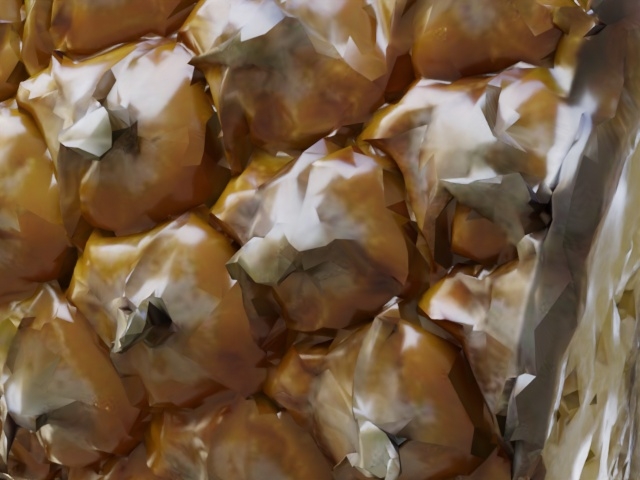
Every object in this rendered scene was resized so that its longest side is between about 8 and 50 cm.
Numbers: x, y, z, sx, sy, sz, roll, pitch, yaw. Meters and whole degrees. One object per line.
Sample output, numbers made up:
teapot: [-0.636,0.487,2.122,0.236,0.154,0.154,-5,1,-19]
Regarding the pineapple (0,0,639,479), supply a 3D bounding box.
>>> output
pineapple: [0.001,-0.001,0.655,0.300,0.352,0.352,8,-40,30]
